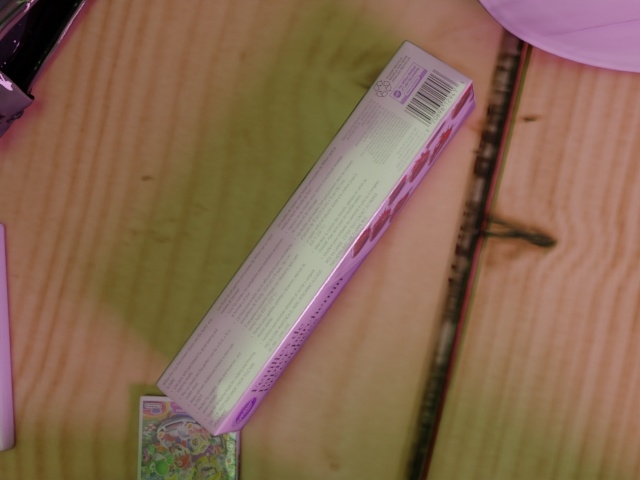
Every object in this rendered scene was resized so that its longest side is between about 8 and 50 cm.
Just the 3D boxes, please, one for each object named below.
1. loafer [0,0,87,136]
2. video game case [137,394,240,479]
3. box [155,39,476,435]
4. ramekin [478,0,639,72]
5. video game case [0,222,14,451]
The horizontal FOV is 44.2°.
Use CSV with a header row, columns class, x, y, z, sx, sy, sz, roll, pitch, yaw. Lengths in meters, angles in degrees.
class,x,y,z,sx,sy,sz,roll,pitch,yaw
loafer,-0.274,-0.157,0.677,0.084,0.096,0.267,26,89,8
video game case,-0.108,0.189,0.645,0.087,0.011,0.122,0,85,13
box,0.000,0.000,0.605,0.067,0.063,0.324,35,91,16
ramekin,0.227,-0.222,0.484,0.273,0.273,0.127,8,74,14
video game case,-0.365,0.092,0.708,0.184,0.023,0.201,-7,83,12
